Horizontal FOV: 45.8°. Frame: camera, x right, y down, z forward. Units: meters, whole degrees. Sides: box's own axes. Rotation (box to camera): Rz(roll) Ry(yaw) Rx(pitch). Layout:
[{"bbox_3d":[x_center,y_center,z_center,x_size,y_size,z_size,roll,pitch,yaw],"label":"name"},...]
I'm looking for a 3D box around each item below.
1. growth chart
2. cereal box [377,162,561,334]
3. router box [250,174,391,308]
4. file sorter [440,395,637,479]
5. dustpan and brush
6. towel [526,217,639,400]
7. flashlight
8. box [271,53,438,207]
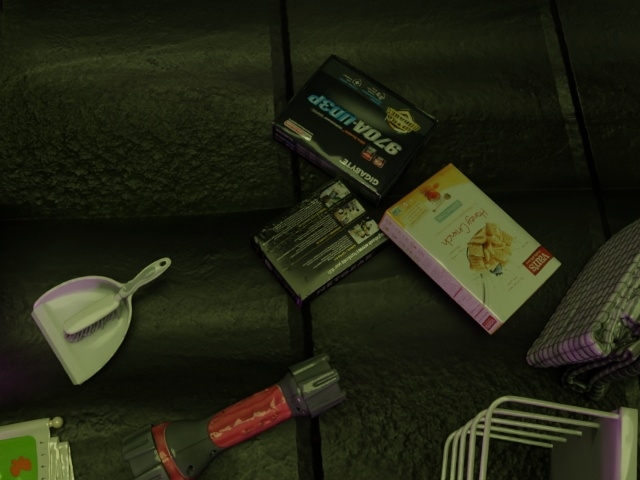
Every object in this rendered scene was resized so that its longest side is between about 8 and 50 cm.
[{"bbox_3d":[-0.406,0.357,1.026,0.172,0.021,0.237,-18,69,-9],"label":"growth chart"},{"bbox_3d":[0.230,0.007,1.164,0.240,0.047,0.173,44,55,14],"label":"cereal box"},{"bbox_3d":[0.000,0.000,1.177,0.179,0.046,0.133,-34,74,-15],"label":"router box"},{"bbox_3d":[0.255,0.315,0.942,0.173,0.278,0.193,9,68,3],"label":"file sorter"},{"bbox_3d":[-0.308,0.093,1.114,0.211,0.060,0.147,-33,73,-15],"label":"dustpan and brush"},{"bbox_3d":[0.444,0.085,1.069,0.121,0.235,0.284,38,71,5],"label":"towel"},{"bbox_3d":[-0.113,0.249,1.035,0.304,0.103,0.103,-25,38,-7],"label":"flashlight"},{"bbox_3d":[0.056,-0.185,1.252,0.220,0.051,0.175,35,71,10],"label":"box"}]
